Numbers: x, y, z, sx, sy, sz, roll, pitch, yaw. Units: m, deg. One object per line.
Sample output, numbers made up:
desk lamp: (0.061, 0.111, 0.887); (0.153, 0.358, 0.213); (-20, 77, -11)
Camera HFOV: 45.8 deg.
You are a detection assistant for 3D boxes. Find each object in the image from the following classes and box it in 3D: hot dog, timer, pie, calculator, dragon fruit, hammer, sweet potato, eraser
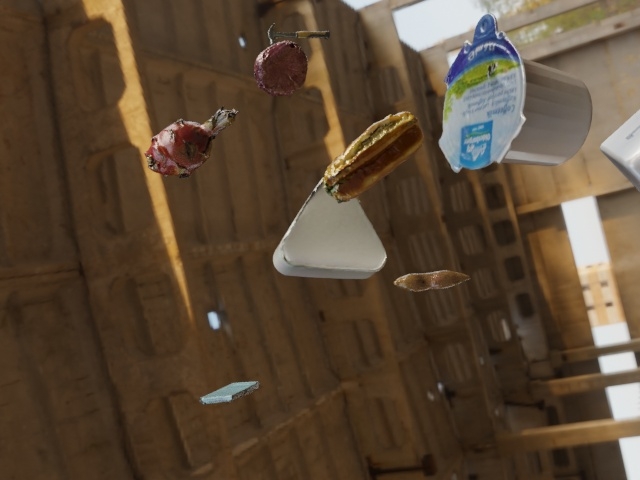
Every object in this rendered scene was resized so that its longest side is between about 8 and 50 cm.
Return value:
hot dog: (0.113, -0.187, 1.650); (0.072, 0.269, 0.115); (39, 157, 43)
timer: (0.727, -0.177, 1.547); (0.192, 0.195, 0.194); (43, -165, -11)
pie: (-0.097, -0.435, 1.932); (0.153, 0.038, 0.154); (-18, -57, -30)
calculator: (-0.144, 0.245, 1.220); (0.172, 0.057, 0.018); (26, -125, -80)
dragon fruit: (-0.294, -0.235, 1.766); (0.125, 0.246, 0.125); (52, -166, -10)
hammer: (-0.066, -0.636, 2.334); (0.021, 0.200, 0.078); (125, 135, -62)
sweet potato: (0.306, 0.112, 2.095); (0.065, 0.218, 0.051); (154, 110, -79)
eraser: (0.000, 0.000, 2.295); (0.150, 0.331, 0.332); (134, 129, -69)

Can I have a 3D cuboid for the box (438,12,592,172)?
box: (0.379, -0.265, 1.445); (0.206, 0.262, 0.291); (7, -97, -25)
